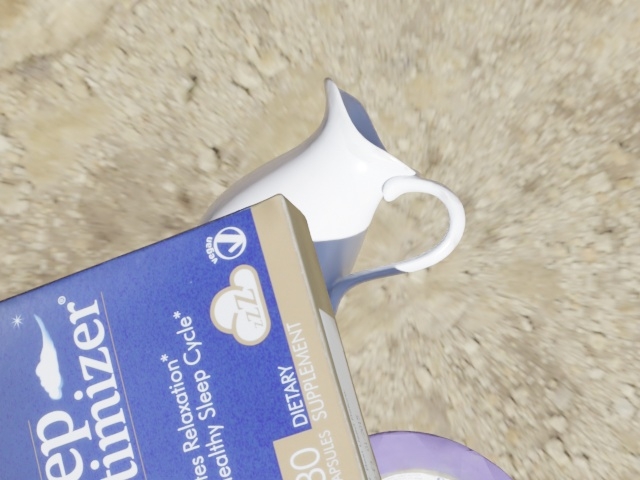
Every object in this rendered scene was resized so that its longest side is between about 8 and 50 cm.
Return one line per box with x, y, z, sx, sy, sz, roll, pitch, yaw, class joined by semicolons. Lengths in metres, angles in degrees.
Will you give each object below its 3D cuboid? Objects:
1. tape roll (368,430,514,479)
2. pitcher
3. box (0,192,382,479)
0.059;0.225;1.030;0.189;0.080;0.189;14;48;-17;tape roll
0.000;0.000;1.264;0.207;0.125;0.178;-49;63;6;pitcher
-0.096;0.084;0.633;0.225;0.036;0.136;-21;70;12;box
